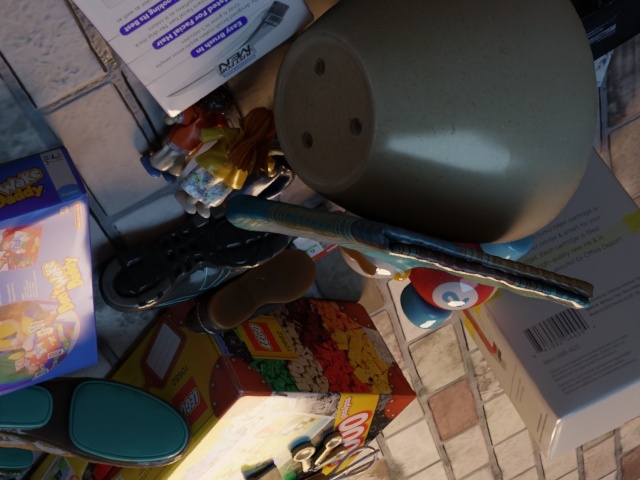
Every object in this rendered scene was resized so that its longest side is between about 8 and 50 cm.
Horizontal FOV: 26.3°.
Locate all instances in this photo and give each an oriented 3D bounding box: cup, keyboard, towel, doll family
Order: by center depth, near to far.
[{"bbox_3d":[0.092,-0.144,1.464,0.237,0.331,0.331,-11,144,-39],"label":"cup"},{"bbox_3d":[0.080,0.010,1.472,0.271,0.370,0.040,15,90,-27],"label":"towel"},{"bbox_3d":[-0.070,-0.094,1.628,0.263,0.118,0.163,13,128,-49],"label":"doll family"},{"bbox_3d":[0.351,-0.293,1.759,0.317,0.033,0.201,-32,153,-10],"label":"keyboard"}]

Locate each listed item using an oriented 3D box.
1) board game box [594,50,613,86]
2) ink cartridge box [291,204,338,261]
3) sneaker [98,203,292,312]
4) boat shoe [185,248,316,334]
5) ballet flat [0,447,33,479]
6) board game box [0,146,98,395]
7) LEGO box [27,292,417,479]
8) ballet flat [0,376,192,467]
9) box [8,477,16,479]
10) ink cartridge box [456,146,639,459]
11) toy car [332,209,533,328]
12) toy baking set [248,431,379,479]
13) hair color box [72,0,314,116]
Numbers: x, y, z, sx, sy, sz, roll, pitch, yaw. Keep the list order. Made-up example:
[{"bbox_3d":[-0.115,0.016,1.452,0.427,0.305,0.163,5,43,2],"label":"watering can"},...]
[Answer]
[{"bbox_3d":[0.353,-0.237,1.874,0.090,0.020,0.090,-17,145,-20],"label":"board game box"},{"bbox_3d":[0.000,0.000,1.908,0.063,0.029,0.115,-31,148,3],"label":"ink cartridge box"},{"bbox_3d":[-0.162,0.019,1.765,0.267,0.101,0.106,-21,169,-16],"label":"sneaker"},{"bbox_3d":[-0.095,0.068,1.836,0.207,0.073,0.073,-23,179,-43],"label":"boat shoe"},{"bbox_3d":[-0.488,0.307,1.911,0.070,0.070,0.188,-43,143,20],"label":"ballet flat"},{"bbox_3d":[-0.390,0.060,1.620,0.233,0.078,0.347,-18,147,-20],"label":"board game box"},{"bbox_3d":[-0.162,0.308,2.054,0.372,0.193,0.500,7,133,-46],"label":"LEGO box"},{"bbox_3d":[-0.345,0.242,1.819,0.342,0.116,0.124,8,158,-12],"label":"ballet flat"},{"bbox_3d":[-0.559,0.421,2.028,0.190,0.045,0.184,-6,139,-34],"label":"box"},{"bbox_3d":[0.353,0.073,1.972,0.279,0.385,0.160,-24,151,-11],"label":"ink cartridge box"},{"bbox_3d":[0.110,0.009,1.812,0.238,0.210,0.219,-14,157,-43],"label":"toy car"},{"bbox_3d":[-0.010,0.363,2.044,0.197,0.030,0.256,-40,149,13],"label":"toy baking set"},{"bbox_3d":[-0.155,-0.280,1.305,0.185,0.110,0.339,-34,147,2],"label":"hair color box"}]
